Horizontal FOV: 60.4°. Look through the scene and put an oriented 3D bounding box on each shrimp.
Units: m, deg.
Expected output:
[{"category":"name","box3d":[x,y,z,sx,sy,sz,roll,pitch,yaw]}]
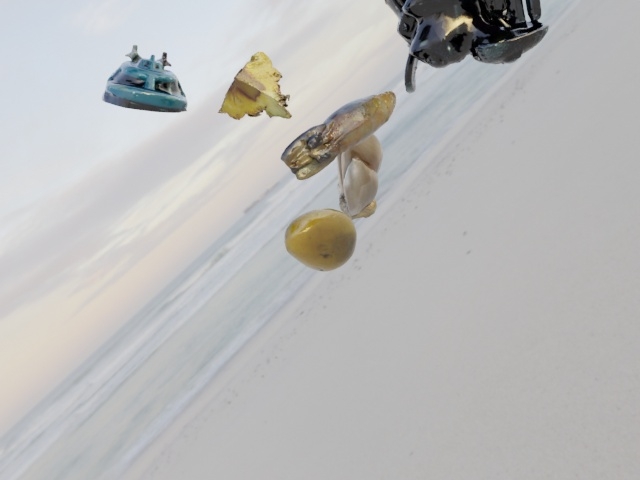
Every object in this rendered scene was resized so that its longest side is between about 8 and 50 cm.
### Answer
[{"category":"shrimp","box3d":[0.017,-0.157,0.822,0.253,0.058,0.173,-40,13,-33]}]

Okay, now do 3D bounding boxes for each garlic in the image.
[{"category":"garlic","box3d":[0.102,-0.223,1.561,0.132,0.279,0.325,-8,-37,-7]}]

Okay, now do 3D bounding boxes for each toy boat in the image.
[{"category":"toy boat","box3d":[-0.303,-0.286,0.955,0.299,0.134,0.092,-134,53,-62]}]

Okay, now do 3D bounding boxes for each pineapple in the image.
[{"category":"pineapple","box3d":[-0.089,-0.222,0.824,0.114,0.114,0.077,-59,-4,-6]}]

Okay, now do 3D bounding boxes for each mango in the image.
[{"category":"mango","box3d":[0.000,0.000,1.134,0.195,0.098,0.137,0,-63,-53]}]

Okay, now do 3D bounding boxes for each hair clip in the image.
[{"category":"hair clip","box3d":[0.207,-0.338,0.833,0.206,0.194,0.310,-10,20,11]}]
